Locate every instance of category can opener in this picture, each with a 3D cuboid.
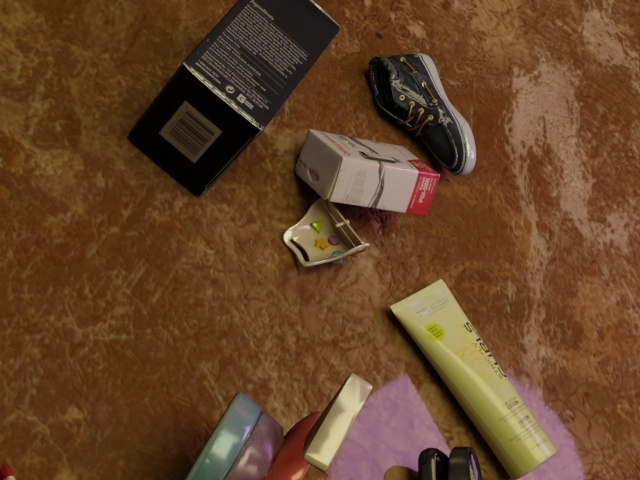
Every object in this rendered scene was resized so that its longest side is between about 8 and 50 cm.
[{"bbox_3d":[0.125,0.306,1.232,0.059,0.073,0.186,20,64,-33],"label":"can opener"}]

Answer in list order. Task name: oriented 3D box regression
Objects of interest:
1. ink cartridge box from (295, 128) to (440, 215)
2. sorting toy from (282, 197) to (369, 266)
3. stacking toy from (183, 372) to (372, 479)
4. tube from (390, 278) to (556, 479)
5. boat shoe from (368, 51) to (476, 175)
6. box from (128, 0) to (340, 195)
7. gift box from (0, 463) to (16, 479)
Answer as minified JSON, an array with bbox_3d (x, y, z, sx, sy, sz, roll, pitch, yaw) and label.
[{"bbox_3d":[0.054,-0.079,1.373,0.135,0.056,0.099,8,21,-30],"label":"ink cartridge box"},{"bbox_3d":[0.000,0.000,1.335,0.075,0.045,0.083,-22,57,-24],"label":"sorting toy"},{"bbox_3d":[-0.102,0.229,0.992,0.130,0.279,0.309,32,52,0],"label":"stacking toy"},{"bbox_3d":[0.175,0.157,1.350,0.240,0.062,0.070,56,9,13],"label":"tube"},{"bbox_3d":[0.124,-0.157,1.494,0.083,0.065,0.183,-8,62,-35],"label":"boat shoe"},{"bbox_3d":[-0.093,-0.176,1.299,0.108,0.153,0.207,40,50,-8],"label":"box"},{"bbox_3d":[-0.344,0.266,0.823,0.258,0.255,0.276,5,56,-29],"label":"gift box"}]
